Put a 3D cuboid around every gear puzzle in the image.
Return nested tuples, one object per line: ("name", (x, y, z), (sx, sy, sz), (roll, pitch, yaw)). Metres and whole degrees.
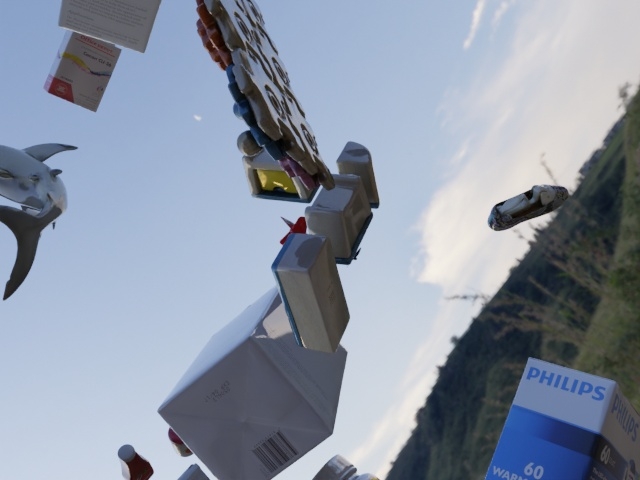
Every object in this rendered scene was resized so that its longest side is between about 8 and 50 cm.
("gear puzzle", (-0.088, -0.202, 0.624), (0.044, 0.339, 0.175), (-27, -21, 12))

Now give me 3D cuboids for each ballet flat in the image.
("ballet flat", (0.262, -0.047, 0.838), (0.114, 0.041, 0.041), (-25, -30, -7))

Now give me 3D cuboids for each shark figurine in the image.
("shark figurine", (-0.346, -0.036, 0.798), (0.166, 0.278, 0.116), (-11, -58, -37))

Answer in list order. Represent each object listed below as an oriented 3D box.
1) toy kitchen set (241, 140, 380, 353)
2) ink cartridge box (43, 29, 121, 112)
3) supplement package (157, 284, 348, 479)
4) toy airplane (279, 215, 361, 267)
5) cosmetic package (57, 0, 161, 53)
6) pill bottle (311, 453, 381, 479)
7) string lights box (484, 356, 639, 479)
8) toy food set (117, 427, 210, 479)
("toy kitchen set", (-0.034, -0.004, 0.745), (0.207, 0.166, 0.122), (-61, -33, -40))
("ink cartridge box", (-0.531, -0.407, 1.522), (0.115, 0.067, 0.198), (20, -82, -36))
("supplement package", (-0.084, 0.207, 1.018), (0.177, 0.175, 0.293), (-39, 6, 13))
("toy airplane", (0.000, 0.000, 1.091), (0.151, 0.028, 0.151), (-1, -51, -2))
("cosmetic package", (-0.339, -0.448, 1.124), (0.151, 0.152, 0.184), (14, -37, -22))
("pill bottle", (0.076, 0.411, 0.958), (0.119, 0.208, 0.119), (-43, -26, -27))
("string lights box", (0.178, 0.243, 0.534), (0.133, 0.076, 0.260), (42, -113, -43))
("toy food set", (-0.231, 0.339, 0.971), (0.232, 0.111, 0.105), (-43, -31, -29))
